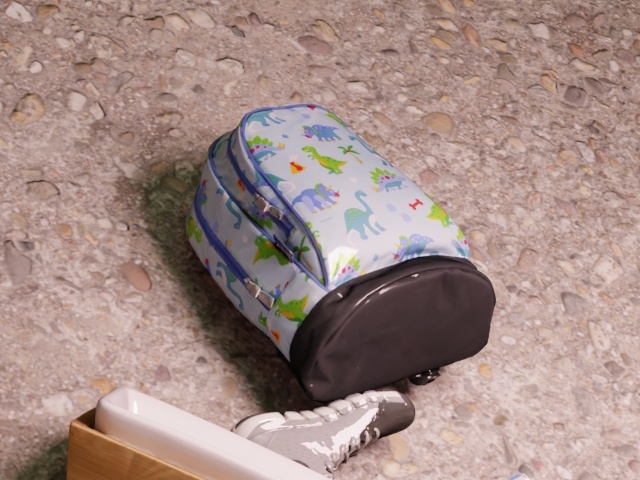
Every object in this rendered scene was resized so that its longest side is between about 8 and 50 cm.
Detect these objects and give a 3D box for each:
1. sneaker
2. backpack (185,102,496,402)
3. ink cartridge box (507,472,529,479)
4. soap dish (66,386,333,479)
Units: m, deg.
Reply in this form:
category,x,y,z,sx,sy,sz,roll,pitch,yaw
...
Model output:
category,x,y,z,sx,sy,sz,roll,pitch,yaw
sneaker,0.017,0.249,2.166,0.229,0.086,0.132,-10,53,-22
backpack,0.000,0.000,2.328,0.290,0.273,0.355,-13,31,-36
ink cartridge box,0.156,0.388,1.945,0.171,0.232,0.168,-21,59,-42
soap dish,-0.117,0.257,1.980,0.291,0.118,0.229,23,0,0
